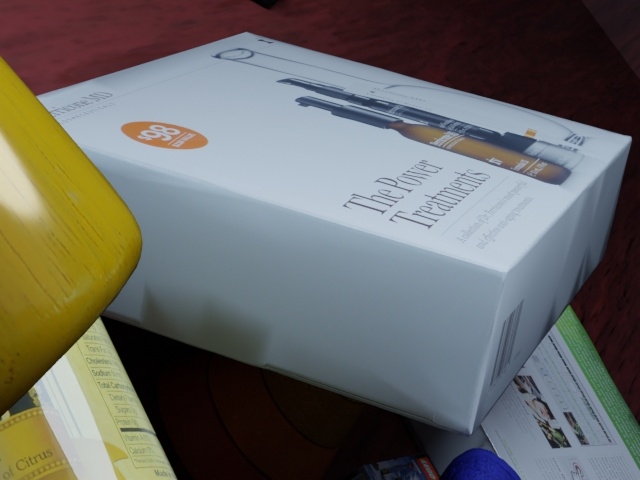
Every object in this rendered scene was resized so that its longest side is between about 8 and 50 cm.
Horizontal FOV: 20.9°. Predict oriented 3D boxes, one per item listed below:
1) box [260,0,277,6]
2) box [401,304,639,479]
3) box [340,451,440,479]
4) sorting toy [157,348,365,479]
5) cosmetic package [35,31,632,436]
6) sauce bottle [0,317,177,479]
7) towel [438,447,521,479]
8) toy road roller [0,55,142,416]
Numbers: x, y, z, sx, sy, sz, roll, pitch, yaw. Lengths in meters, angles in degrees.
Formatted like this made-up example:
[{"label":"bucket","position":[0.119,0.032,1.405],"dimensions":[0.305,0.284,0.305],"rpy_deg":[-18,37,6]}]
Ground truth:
[{"label":"box","position":[-0.151,-0.365,1.431],"dimensions":[0.293,0.073,0.295],"rpy_deg":[20,40,-53]},{"label":"box","position":[0.167,0.147,1.333],"dimensions":[0.322,0.058,0.232],"rpy_deg":[9,49,-58]},{"label":"box","position":[0.071,0.202,1.095],"dimensions":[0.094,0.027,0.137],"rpy_deg":[3,54,-61]},{"label":"sorting toy","position":[0.002,0.162,0.890],"dimensions":[0.127,0.126,0.365],"rpy_deg":[40,25,-30]},{"label":"cosmetic package","position":[0.009,-0.026,1.016],"dimensions":[0.284,0.097,0.377],"rpy_deg":[15,17,15]},{"label":"sauce bottle","position":[-0.156,0.043,0.777],"dimensions":[0.111,0.111,0.344],"rpy_deg":[10,46,-60]},{"label":"towel","position":[0.111,0.265,0.837],"dimensions":[0.227,0.076,0.308],"rpy_deg":[56,15,-16]},{"label":"toy road roller","position":[-0.198,0.045,0.508],"dimensions":[0.202,0.240,0.329],"rpy_deg":[48,23,-11]}]
